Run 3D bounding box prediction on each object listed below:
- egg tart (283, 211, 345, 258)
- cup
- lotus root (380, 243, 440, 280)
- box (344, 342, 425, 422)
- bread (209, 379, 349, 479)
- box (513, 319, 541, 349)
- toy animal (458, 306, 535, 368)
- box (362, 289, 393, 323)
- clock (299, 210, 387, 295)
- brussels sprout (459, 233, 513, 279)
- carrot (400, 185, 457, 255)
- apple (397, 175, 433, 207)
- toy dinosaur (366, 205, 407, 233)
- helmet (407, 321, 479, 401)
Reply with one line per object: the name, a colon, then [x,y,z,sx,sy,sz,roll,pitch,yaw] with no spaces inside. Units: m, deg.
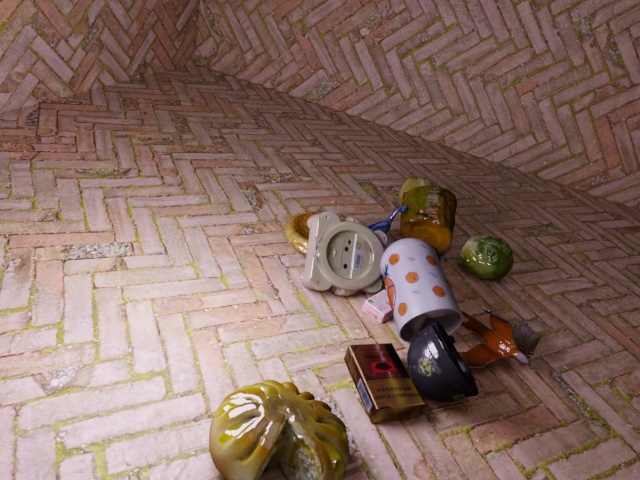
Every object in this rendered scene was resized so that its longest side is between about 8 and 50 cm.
egg tart: [0.000,0.000,2.039,0.318,0.128,0.319,9,30,-5]
cup: [0.327,0.157,1.755,0.212,0.212,0.318,4,48,-18]
lotus root: [0.349,0.082,2.026,0.274,0.152,0.160,-7,30,-33]
box: [0.181,0.405,1.505,0.159,0.071,0.240,0,34,-19]
bread: [-0.092,0.450,1.223,0.332,0.160,0.333,12,29,-7]
box: [0.730,0.338,1.853,0.044,0.062,0.098,-5,37,-27]
toy animal: [0.565,0.335,1.776,0.301,0.225,0.284,25,9,-8]
box: [0.219,0.231,1.829,0.089,0.043,0.125,35,36,30]
clock: [0.090,0.056,1.857,0.309,0.284,0.114,12,-11,-28]
brussels sprout: [0.700,0.074,2.194,0.223,0.161,0.223,-1,50,1]
carrot: [0.473,-0.120,2.274,0.241,0.242,0.341,13,54,-2]
apple: [0.469,-0.221,2.554,0.199,0.200,0.200,11,31,-6]
toy dinosaur: [0.231,-0.072,2.196,0.247,0.188,0.075,7,24,-10]
helmet: [0.335,0.365,1.500,0.279,0.160,0.231,31,30,-60]
